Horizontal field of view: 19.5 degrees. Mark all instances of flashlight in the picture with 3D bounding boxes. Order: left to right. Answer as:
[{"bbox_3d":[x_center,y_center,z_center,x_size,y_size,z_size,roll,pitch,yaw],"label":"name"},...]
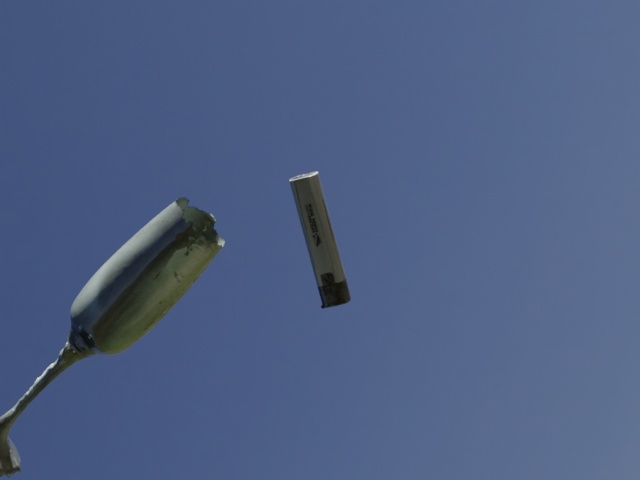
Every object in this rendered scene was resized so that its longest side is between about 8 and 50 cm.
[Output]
[{"bbox_3d":[0.000,0.000,1.149,0.018,0.083,0.018,-13,8,15],"label":"flashlight"}]

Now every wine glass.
[{"bbox_3d":[-0.171,0.069,1.415,0.262,0.074,0.074,-45,-21,12],"label":"wine glass"}]
